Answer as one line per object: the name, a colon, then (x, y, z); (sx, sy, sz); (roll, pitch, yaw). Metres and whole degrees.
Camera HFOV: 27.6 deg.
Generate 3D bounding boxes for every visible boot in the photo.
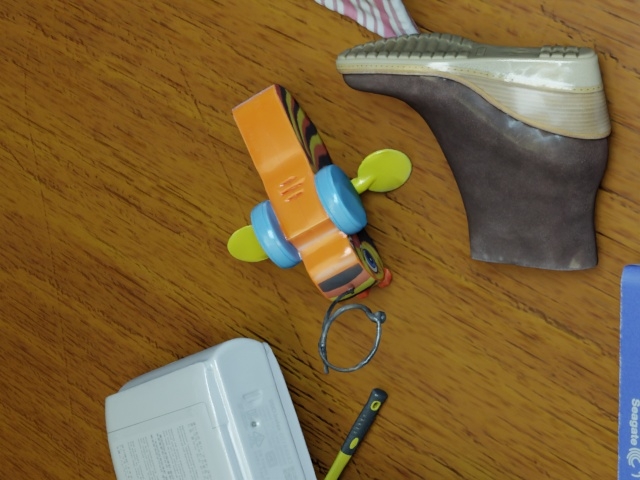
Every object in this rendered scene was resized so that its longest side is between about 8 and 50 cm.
boot: (0.133, -0.075, 1.171); (0.249, 0.090, 0.206); (7, 116, 20)

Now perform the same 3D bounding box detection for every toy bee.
toy bee: (0.000, 0.000, 1.297); (0.195, 0.162, 0.298); (-7, 73, 24)

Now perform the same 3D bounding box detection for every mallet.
mallet: (0.034, 0.241, 1.437); (0.062, 0.039, 0.189); (26, 117, -18)

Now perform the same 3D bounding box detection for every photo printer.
photo printer: (-0.133, 0.262, 1.483); (0.307, 0.107, 0.256); (-26, 80, 53)

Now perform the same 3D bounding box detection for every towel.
towel: (-0.003, -0.239, 1.201); (0.197, 0.144, 0.029); (30, 87, 24)

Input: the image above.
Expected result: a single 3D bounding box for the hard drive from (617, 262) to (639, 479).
hard drive: (0.383, 0.135, 1.048); (0.319, 0.040, 0.210); (5, 97, 49)
